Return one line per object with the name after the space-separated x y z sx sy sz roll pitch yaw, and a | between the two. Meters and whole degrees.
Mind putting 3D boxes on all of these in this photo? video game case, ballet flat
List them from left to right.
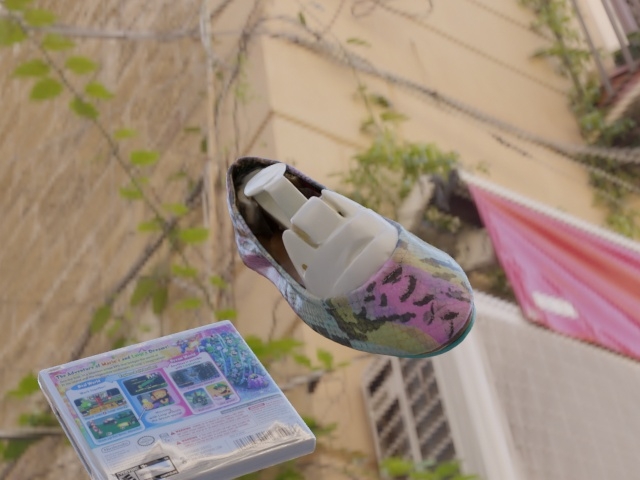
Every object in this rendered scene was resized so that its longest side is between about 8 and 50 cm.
-0.105 0.123 1.032 0.157 0.143 0.019 -14 -49 -26 | video game case
0.000 0.000 0.794 0.077 0.221 0.079 -41 -59 -11 | ballet flat
